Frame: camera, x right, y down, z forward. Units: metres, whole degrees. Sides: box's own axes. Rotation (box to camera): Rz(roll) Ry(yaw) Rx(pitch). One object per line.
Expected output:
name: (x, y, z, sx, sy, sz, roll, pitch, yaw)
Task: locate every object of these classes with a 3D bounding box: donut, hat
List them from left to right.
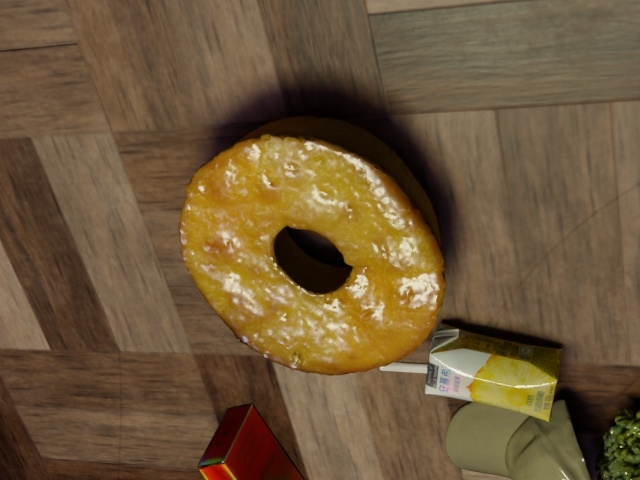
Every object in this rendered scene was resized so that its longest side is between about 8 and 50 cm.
donut: (0.000, 0.000, 1.131, 0.302, 0.110, 0.303, 9, 125, 14)
hat: (0.236, 0.281, 1.242, 0.173, 0.144, 0.166, -16, 121, 16)

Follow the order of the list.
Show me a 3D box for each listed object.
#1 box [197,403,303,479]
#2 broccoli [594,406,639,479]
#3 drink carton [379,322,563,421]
box: (-0.086, 0.321, 1.399, 0.048, 0.112, 0.175, -16, 116, 29)
broccoli: (0.434, 0.291, 1.137, 0.273, 0.180, 0.242, -12, 119, 27)
drink carton: (0.171, 0.146, 1.196, 0.200, 0.074, 0.084, 12, 128, 13)
